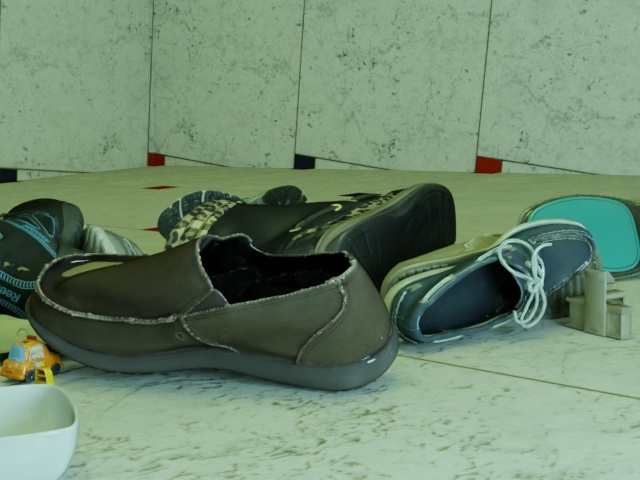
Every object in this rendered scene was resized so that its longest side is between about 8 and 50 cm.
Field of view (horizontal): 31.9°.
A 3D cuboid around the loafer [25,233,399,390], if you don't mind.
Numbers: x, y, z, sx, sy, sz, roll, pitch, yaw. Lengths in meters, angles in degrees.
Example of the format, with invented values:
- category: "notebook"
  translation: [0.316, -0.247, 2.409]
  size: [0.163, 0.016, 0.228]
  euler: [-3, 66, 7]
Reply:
- category: "loafer"
  translation: [-0.107, 0.042, 1.041]
  size: [0.365, 0.130, 0.134]
  euler: [3, 32, 15]

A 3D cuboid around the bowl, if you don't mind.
- category: "bowl"
  translation: [-0.241, 0.145, 0.783]
  size: [0.142, 0.053, 0.142]
  euler: [-5, 9, -18]

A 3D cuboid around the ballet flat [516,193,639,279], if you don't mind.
- category: "ballet flat"
  translation: [0.418, -0.002, 1.527]
  size: [0.348, 0.123, 0.123]
  euler: [-4, 8, -13]

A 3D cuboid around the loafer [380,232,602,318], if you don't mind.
- category: "loafer"
  translation: [0.189, 0.038, 1.269]
  size: [0.268, 0.102, 0.092]
  euler: [-5, 14, -15]

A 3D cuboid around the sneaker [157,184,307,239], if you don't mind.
- category: "sneaker"
  translation: [-0.156, -0.022, 1.882]
  size: [0.283, 0.110, 0.122]
  euler: [-5, -10, -38]

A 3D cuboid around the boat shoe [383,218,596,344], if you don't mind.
- category: "boat shoe"
  translation: [0.189, 0.044, 1.171]
  size: [0.254, 0.095, 0.079]
  euler: [-16, 15, -19]

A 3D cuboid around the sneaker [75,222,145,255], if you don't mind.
- category: "sneaker"
  translation: [-0.252, 0.034, 1.400]
  size: [0.115, 0.105, 0.281]
  euler: [14, 10, -22]

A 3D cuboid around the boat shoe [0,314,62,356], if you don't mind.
- category: "boat shoe"
  translation: [-0.305, 0.102, 1.152]
  size: [0.133, 0.042, 0.049]
  euler: [-6, 51, -10]

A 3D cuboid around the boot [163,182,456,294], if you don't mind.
- category: "boot"
  translation: [0.000, 0.000, 1.500]
  size: [0.284, 0.138, 0.377]
  euler: [3, 15, 30]

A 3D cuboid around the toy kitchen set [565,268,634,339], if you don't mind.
- category: "toy kitchen set"
  translation: [0.315, 0.061, 1.191]
  size: [0.075, 0.068, 0.083]
  euler: [-6, 9, -29]

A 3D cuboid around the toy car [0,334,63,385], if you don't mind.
- category: "toy car"
  translation: [-0.255, 0.115, 1.042]
  size: [0.060, 0.041, 0.122]
  euler: [-8, 9, -35]

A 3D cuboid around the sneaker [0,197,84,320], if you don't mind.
- category: "sneaker"
  translation: [-0.358, 0.004, 1.315]
  size: [0.139, 0.125, 0.341]
  euler: [25, 3, -23]
